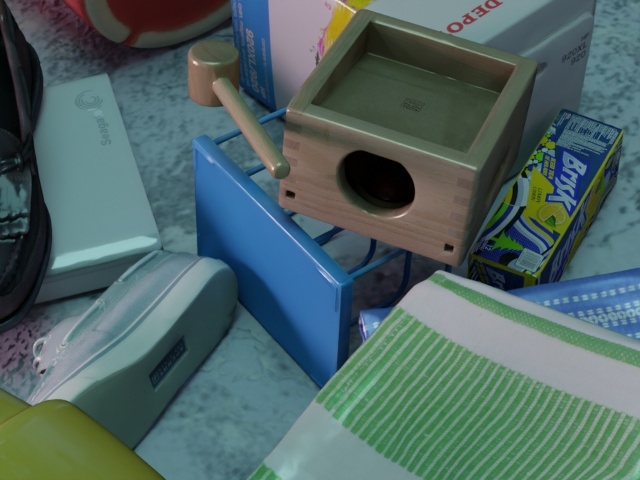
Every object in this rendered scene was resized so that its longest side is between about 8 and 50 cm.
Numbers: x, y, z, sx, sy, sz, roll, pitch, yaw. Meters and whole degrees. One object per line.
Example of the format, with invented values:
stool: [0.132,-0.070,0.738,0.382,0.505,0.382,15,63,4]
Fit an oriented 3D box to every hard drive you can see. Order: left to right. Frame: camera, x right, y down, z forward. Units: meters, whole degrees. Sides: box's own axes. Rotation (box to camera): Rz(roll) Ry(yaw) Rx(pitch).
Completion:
hard drive: [-0.289,-0.020,1.108,0.307,0.040,0.203,-14,49,-10]

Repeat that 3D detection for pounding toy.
pounding toy: [0.010,-0.061,0.943,0.206,0.094,0.181,19,44,13]

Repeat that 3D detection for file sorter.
file sorter: [0.000,0.000,1.031,0.104,0.118,0.170,-27,53,-27]

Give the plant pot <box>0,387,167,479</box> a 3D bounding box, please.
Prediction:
plant pot: [-0.245,0.153,0.765,0.239,0.254,0.254,39,57,8]

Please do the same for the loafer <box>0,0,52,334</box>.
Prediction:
loafer: [-0.253,-0.069,1.057,0.109,0.095,0.302,-6,48,-3]

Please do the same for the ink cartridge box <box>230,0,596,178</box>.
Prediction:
ink cartridge box: [0.068,-0.161,1.138,0.171,0.168,0.232,-34,55,-27]

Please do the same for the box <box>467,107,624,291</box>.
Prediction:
box: [0.166,-0.018,1.079,0.054,0.059,0.169,21,52,21]

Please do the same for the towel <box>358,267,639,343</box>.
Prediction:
towel: [0.170,0.168,0.882,0.243,0.040,0.336,-9,60,-8]

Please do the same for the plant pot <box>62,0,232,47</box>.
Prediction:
plant pot: [-0.168,-0.312,1.241,0.275,0.275,0.243,-25,62,-20]

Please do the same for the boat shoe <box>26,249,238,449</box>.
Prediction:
boat shoe: [-0.148,0.085,0.991,0.081,0.079,0.227,18,45,29]

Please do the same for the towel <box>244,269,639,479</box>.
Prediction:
towel: [0.031,0.155,0.783,0.325,0.038,0.248,-45,31,-17]
